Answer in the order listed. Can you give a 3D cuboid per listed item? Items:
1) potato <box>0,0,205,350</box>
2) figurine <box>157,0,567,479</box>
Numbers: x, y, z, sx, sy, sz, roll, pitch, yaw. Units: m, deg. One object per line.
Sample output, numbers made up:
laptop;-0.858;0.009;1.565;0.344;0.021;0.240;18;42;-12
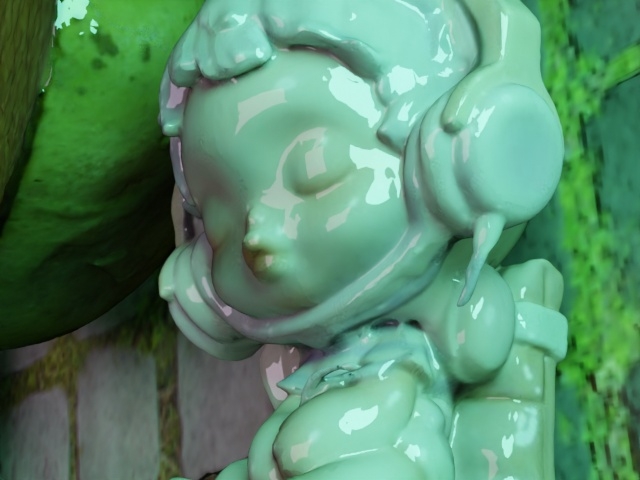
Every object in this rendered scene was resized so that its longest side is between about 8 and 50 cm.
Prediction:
potato;-0.092;-0.047;0.647;0.272;0.111;0.160;127;141;-48
figurine;0.003;0.000;0.489;0.162;0.141;0.237;-17;68;46
